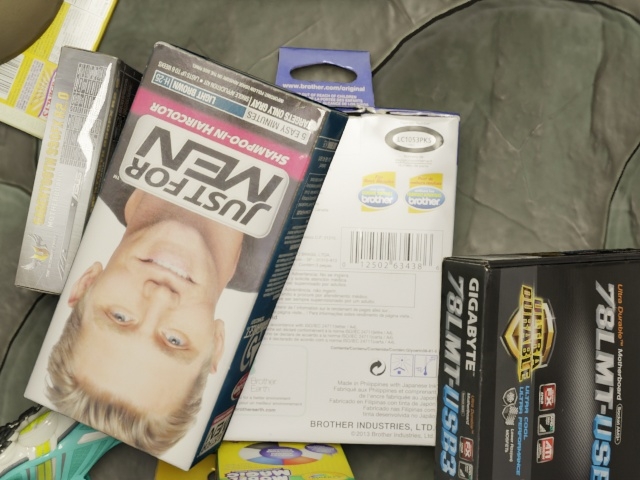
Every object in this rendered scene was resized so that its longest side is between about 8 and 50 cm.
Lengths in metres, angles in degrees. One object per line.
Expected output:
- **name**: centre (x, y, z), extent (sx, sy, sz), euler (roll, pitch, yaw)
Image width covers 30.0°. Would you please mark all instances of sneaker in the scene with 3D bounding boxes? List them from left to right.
- **sneaker**: centre (-0.291, 0.238, 1.245), extent (0.275, 0.107, 0.110), euler (-34, 104, -1)

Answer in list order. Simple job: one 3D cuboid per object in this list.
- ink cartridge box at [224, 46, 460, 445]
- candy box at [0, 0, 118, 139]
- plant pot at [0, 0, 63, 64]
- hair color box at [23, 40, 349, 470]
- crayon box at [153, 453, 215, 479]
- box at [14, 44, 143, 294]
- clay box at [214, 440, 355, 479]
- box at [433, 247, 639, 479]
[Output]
- **ink cartridge box**: centre (0.000, 0.000, 1.221), extent (0.270, 0.151, 0.395), euler (2, 95, -3)
- **candy box**: centre (-0.286, -0.215, 1.253), extent (0.105, 0.027, 0.206), euler (23, 92, -7)
- **plant pot**: centre (-0.366, -0.279, 1.082), extent (0.256, 0.274, 0.256), euler (-1, 98, -7)
- **hair color box**: centre (-0.121, 0.013, 1.092), extent (0.174, 0.105, 0.347), euler (22, 97, 9)
- **crayon box**: centre (-0.092, 0.387, 1.232), extent (0.202, 0.081, 0.318), euler (8, 67, -3)
- **box**: centre (-0.235, -0.067, 1.186), extent (0.056, 0.183, 0.231), euler (12, 93, 0)
- **clay box**: centre (-0.036, 0.232, 1.146), extent (0.127, 0.222, 0.053), euler (1, 96, -7)
- **box**: centre (0.246, 0.157, 1.216), extent (0.293, 0.073, 0.295), euler (-1, 94, -35)
